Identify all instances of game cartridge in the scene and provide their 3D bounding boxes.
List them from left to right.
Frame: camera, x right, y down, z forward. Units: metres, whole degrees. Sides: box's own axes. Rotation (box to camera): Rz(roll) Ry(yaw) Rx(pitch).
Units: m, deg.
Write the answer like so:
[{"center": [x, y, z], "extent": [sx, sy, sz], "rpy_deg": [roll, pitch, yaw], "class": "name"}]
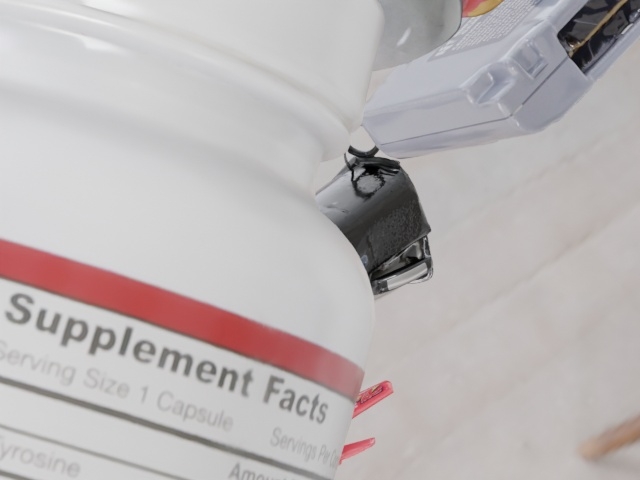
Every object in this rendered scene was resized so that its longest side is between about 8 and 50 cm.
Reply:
[{"center": [0.159, -0.162, 1.210], "extent": [0.294, 0.196, 0.060], "rpy_deg": [-46, 110, -20], "class": "game cartridge"}]

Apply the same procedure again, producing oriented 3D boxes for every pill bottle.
[{"center": [-0.114, 0.087, 0.677], "extent": [0.229, 0.229, 0.407], "rpy_deg": [20, 81, -25], "class": "pill bottle"}]

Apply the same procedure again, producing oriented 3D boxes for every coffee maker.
[{"center": [0.000, 0.000, 1.766], "extent": [0.178, 0.120, 0.171], "rpy_deg": [-33, 96, -41], "class": "coffee maker"}]

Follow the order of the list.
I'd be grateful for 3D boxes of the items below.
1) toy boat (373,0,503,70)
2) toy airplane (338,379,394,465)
[{"center": [0.093, -0.202, 0.858], "extent": [0.267, 0.318, 0.148], "rpy_deg": [43, 56, 16], "class": "toy boat"}, {"center": [0.002, 0.158, 1.548], "extent": [0.151, 0.151, 0.028], "rpy_deg": [-35, 103, -51], "class": "toy airplane"}]
